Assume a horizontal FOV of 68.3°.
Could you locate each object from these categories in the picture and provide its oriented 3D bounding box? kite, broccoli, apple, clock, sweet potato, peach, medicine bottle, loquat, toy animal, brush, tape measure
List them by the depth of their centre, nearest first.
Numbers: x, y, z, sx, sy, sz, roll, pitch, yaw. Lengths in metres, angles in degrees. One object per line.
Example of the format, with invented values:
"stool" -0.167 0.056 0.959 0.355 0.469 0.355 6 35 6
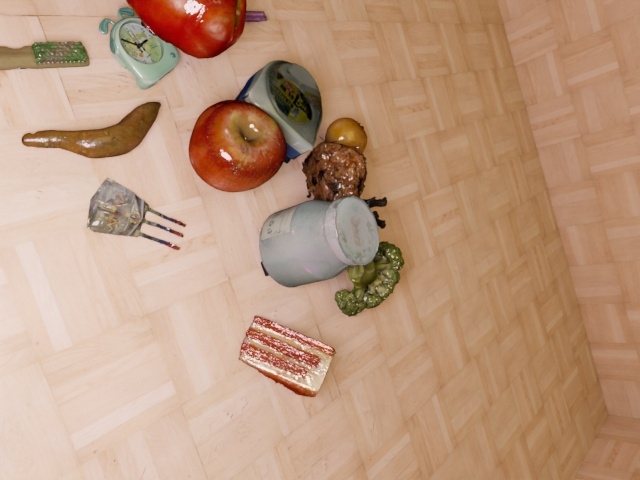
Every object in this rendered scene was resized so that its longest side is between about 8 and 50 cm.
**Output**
"brush" -0.663 -0.413 1.054 0.282 0.048 0.054 -22 94 -40
"sweet potato" -0.516 -0.251 1.136 0.346 0.079 0.108 -30 73 -39
"kite" -0.456 -0.052 1.190 0.245 0.015 0.141 26 68 -34
"clock" -0.472 -0.504 1.225 0.189 0.060 0.148 51 54 -22
"peach" -0.370 -0.637 1.237 0.338 0.281 0.281 11 71 0
"apple" -0.232 -0.255 1.300 0.251 0.206 0.272 46 52 -13
"medicine bottle" 0.000 0.000 1.379 0.245 0.289 0.245 16 68 -45
"tape measure" -0.112 -0.420 1.476 0.259 0.138 0.262 39 59 -31
"broccoli" 0.131 0.123 1.573 0.302 0.186 0.254 -5 129 -44
"toy animal" 0.140 -0.077 1.628 0.245 0.146 0.115 -39 127 -35
"loquat" 0.089 -0.351 1.638 0.163 0.137 0.163 6 76 -23

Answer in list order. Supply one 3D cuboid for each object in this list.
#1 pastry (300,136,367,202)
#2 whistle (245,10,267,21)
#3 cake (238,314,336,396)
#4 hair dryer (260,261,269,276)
"pastry" 0.061 -0.203 1.508 0.192 0.274 0.275 -27 101 -27
"whistle" -0.239 -0.706 1.484 0.176 0.033 0.033 -23 97 -42
"cake" -0.085 0.337 1.349 0.262 0.159 0.158 37 63 -29
"hair dryer" -0.143 0.074 1.436 0.083 0.026 0.047 -25 100 -44
